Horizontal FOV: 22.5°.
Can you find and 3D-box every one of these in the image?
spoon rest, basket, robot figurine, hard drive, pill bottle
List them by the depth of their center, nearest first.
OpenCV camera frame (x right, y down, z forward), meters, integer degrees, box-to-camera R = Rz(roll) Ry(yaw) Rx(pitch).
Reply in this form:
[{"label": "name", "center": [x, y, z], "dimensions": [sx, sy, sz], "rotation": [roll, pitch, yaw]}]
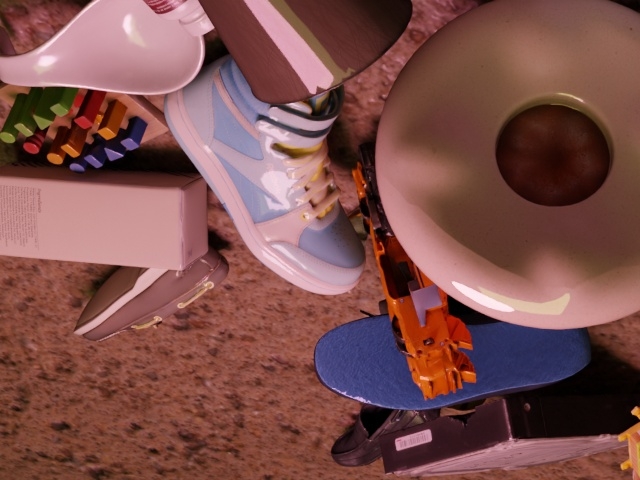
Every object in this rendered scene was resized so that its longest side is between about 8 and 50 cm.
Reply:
[{"label": "basket", "center": [-0.053, -0.272, 1.616], "dimensions": [0.204, 0.154, 0.227], "rotation": [-17, 130, 33]}, {"label": "pill bottle", "center": [-0.162, -0.287, 1.685], "dimensions": [0.086, 0.086, 0.152], "rotation": [-16, 131, 39]}, {"label": "spoon rest", "center": [-0.258, -0.216, 1.812], "dimensions": [0.276, 0.084, 0.137], "rotation": [-5, 124, 24]}, {"label": "robot figurine", "center": [0.105, 0.025, 1.869], "dimensions": [0.085, 0.291, 0.211], "rotation": [-14, 154, 0]}, {"label": "hard drive", "center": [0.278, 0.260, 2.148], "dimensions": [0.339, 0.064, 0.237], "rotation": [3, 161, -43]}]

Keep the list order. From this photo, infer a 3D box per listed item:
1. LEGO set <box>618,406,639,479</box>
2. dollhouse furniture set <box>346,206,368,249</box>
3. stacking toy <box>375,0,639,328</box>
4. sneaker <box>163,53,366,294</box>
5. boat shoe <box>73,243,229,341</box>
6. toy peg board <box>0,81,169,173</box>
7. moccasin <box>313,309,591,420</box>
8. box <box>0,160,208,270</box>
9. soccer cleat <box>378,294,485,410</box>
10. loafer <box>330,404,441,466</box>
[{"label": "LEGO set", "center": [0.466, 0.265, 2.073], "dimensions": [0.132, 0.107, 0.287], "rotation": [-5, 134, -36]}, {"label": "dollhouse furniture set", "center": [0.000, 0.000, 2.034], "dimensions": [0.058, 0.076, 0.151], "rotation": [32, 144, -22]}, {"label": "stacking toy", "center": [0.237, -0.028, 1.770], "dimensions": [0.350, 0.351, 0.480], "rotation": [13, 164, 6]}, {"label": "sneaker", "center": [-0.019, -0.090, 1.815], "dimensions": [0.319, 0.127, 0.208], "rotation": [50, 135, -11]}, {"label": "boat shoe", "center": [-0.238, 0.076, 2.214], "dimensions": [0.091, 0.109, 0.305], "rotation": [36, 138, -18]}, {"label": "toy peg board", "center": [-0.300, -0.139, 1.964], "dimensions": [0.161, 0.079, 0.160], "rotation": [-19, 132, 41]}, {"label": "moccasin", "center": [0.160, 0.155, 1.996], "dimensions": [0.342, 0.138, 0.117], "rotation": [2, 175, -5]}, {"label": "box", "center": [-0.285, -0.034, 2.056], "dimensions": [0.275, 0.094, 0.113], "rotation": [6, 106, 16]}, {"label": "soccer cleat", "center": [0.178, 0.139, 2.139], "dimensions": [0.121, 0.093, 0.289], "rotation": [-7, 139, 27]}, {"label": "loafer", "center": [0.084, 0.273, 2.388], "dimensions": [0.078, 0.076, 0.223], "rotation": [37, 136, -19]}]
